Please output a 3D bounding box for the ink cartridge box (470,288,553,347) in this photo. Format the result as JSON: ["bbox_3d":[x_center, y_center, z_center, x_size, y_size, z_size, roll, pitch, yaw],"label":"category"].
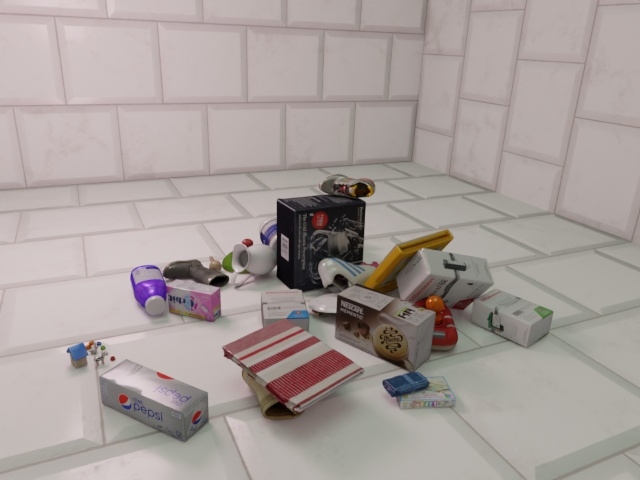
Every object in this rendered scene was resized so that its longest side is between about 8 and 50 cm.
[{"bbox_3d":[0.660,0.263,1.793,0.160,0.092,0.220,-15,27,-39],"label":"ink cartridge box"}]

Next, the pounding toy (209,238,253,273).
[{"bbox_3d":[-0.357,0.058,2.205,0.237,0.110,0.183,-2,21,-12],"label":"pounding toy"}]

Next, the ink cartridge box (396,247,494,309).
[{"bbox_3d":[0.437,0.141,1.838,0.273,0.197,0.114,10,51,-20],"label":"ink cartridge box"}]

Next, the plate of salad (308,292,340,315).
[{"bbox_3d":[0.055,0.235,1.872,0.200,0.048,0.200,-3,12,1],"label":"plate of salad"}]

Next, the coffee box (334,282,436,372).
[{"bbox_3d":[0.198,0.267,1.634,0.297,0.167,0.119,19,26,35],"label":"coffee box"}]

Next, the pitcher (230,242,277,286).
[{"bbox_3d":[-0.273,0.100,2.078,0.126,0.177,0.207,26,10,29],"label":"pitcher"}]

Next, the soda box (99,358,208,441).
[{"bbox_3d":[-0.427,0.403,1.324,0.287,0.091,0.098,13,23,25],"label":"soda box"}]

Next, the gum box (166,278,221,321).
[{"bbox_3d":[-0.446,0.208,1.808,0.189,0.107,0.062,9,22,17],"label":"gum box"}]

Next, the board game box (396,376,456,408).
[{"bbox_3d":[0.284,0.421,1.436,0.154,0.026,0.103,0,21,-6],"label":"board game box"}]

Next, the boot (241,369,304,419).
[{"bbox_3d":[-0.063,0.381,1.410,0.262,0.095,0.203,-9,23,-22],"label":"boot"}]

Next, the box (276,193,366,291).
[{"bbox_3d":[0.000,0.000,2.067,0.313,0.342,0.179,-10,23,-27],"label":"box"}]

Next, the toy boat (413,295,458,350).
[{"bbox_3d":[0.375,0.252,1.714,0.151,0.151,0.231,4,21,3],"label":"toy boat"}]

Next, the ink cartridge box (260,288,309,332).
[{"bbox_3d":[-0.125,0.249,1.761,0.149,0.085,0.203,-1,20,-9],"label":"ink cartridge box"}]

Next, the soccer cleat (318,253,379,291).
[{"bbox_3d":[0.137,0.152,1.996,0.332,0.116,0.143,11,50,-27],"label":"soccer cleat"}]

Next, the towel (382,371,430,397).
[{"bbox_3d":[0.235,0.393,1.425,0.120,0.029,0.067,-8,23,-24],"label":"towel"}]

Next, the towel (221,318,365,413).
[{"bbox_3d":[-0.078,0.325,1.391,0.237,0.037,0.329,-19,31,-39],"label":"towel"}]

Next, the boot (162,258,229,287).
[{"bbox_3d":[-0.494,0.142,2.048,0.190,0.075,0.209,-19,36,-39],"label":"boot"}]

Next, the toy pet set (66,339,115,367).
[{"bbox_3d":[-0.692,0.323,1.543,0.114,0.065,0.122,-17,28,-41],"label":"toy pet set"}]

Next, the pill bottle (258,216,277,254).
[{"bbox_3d":[-0.188,-0.011,2.341,0.153,0.153,0.264,-6,22,-19],"label":"pill bottle"}]

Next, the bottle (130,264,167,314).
[{"bbox_3d":[-0.621,0.179,1.886,0.118,0.092,0.283,-8,24,-24],"label":"bottle"}]

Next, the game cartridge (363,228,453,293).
[{"bbox_3d":[0.313,0.097,1.929,0.286,0.323,0.052,-15,60,-36],"label":"game cartridge"}]

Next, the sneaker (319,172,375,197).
[{"bbox_3d":[0.107,-0.214,2.039,0.226,0.087,0.092,2,20,1],"label":"sneaker"}]
